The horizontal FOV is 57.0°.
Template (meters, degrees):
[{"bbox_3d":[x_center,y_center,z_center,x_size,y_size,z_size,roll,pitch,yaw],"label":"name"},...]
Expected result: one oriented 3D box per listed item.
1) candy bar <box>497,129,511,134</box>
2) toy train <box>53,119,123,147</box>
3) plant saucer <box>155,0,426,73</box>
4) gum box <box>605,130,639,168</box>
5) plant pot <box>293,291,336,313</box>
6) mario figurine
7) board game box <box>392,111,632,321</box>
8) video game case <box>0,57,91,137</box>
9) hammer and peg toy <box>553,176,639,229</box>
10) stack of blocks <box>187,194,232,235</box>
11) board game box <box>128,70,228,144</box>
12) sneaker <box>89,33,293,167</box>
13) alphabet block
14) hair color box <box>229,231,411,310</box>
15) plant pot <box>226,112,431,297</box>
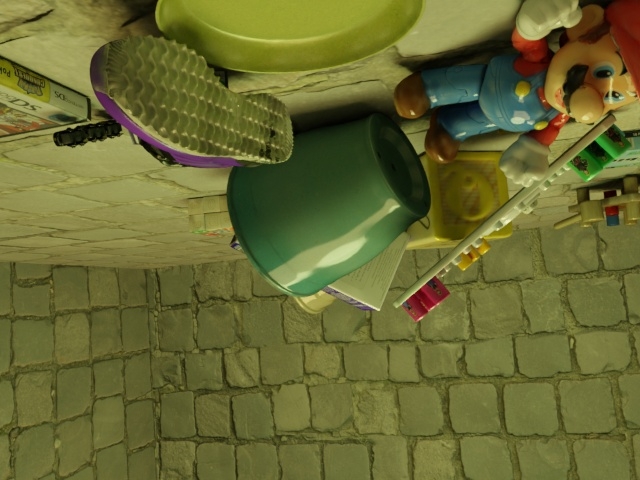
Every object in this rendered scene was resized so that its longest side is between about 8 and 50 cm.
[{"bbox_3d":[0.312,-0.204,0.994,0.040,0.018,0.161,-7,174,22],"label":"candy bar"},{"bbox_3d":[-0.312,-0.145,0.797,0.036,0.027,0.158,-5,-165,9],"label":"toy train"},{"bbox_3d":[-0.027,-0.216,0.539,0.241,0.037,0.241,-5,174,0],"label":"plant saucer"},{"bbox_3d":[0.677,-0.194,1.253,0.157,0.041,0.184,-6,175,8],"label":"gum box"},{"bbox_3d":[0.071,0.049,1.989,0.306,0.333,0.334,-19,169,24],"label":"plant pot"},{"bbox_3d":[0.234,-0.160,0.661,0.198,0.170,0.321,4,171,-44],"label":"mario figurine"},{"bbox_3d":[0.323,-0.048,0.956,0.390,0.050,0.390,-45,171,27],"label":"board game box"},{"bbox_3d":[-0.464,-0.166,0.691,0.275,0.035,0.248,-6,174,16],"label":"video game case"},{"bbox_3d":[0.884,-0.114,1.774,0.362,0.127,0.266,-2,176,-19],"label":"hammer and peg toy"},{"bbox_3d":[-0.184,-0.074,1.517,0.297,0.087,0.171,-5,174,9],"label":"stack of blocks"},{"bbox_3d":[-0.197,-0.175,0.801,0.136,0.035,0.201,-4,174,-13],"label":"board game box"},{"bbox_3d":[-0.158,-0.127,0.645,0.146,0.102,0.293,-4,174,26],"label":"sneaker"},{"bbox_3d":[0.282,-0.084,1.311,0.194,0.192,0.197,-5,175,-17],"label":"alphabet block"},{"bbox_3d":[0.000,0.000,1.261,0.339,0.185,0.110,27,167,-13],"label":"hair color box"},{"bbox_3d":[0.032,-0.073,0.979,0.255,0.271,0.272,-25,164,30],"label":"plant pot"}]
